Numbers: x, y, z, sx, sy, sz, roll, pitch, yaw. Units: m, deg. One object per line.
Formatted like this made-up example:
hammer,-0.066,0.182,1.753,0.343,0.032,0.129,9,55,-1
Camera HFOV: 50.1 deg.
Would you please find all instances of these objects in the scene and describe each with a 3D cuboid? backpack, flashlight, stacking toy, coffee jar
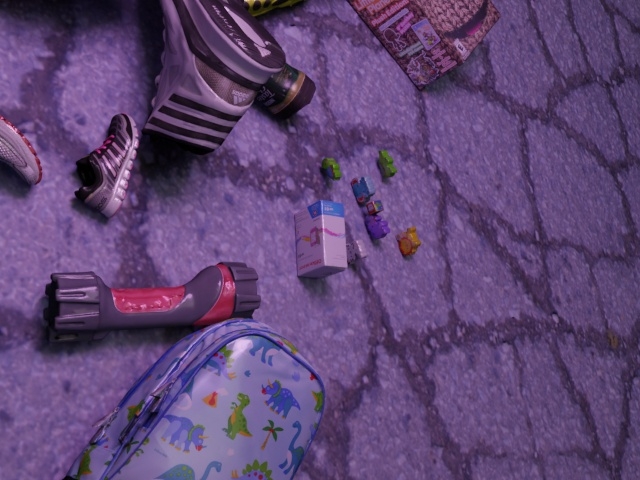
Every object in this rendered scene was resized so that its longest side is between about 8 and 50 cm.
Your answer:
backpack,-0.151,0.279,0.942,0.290,0.273,0.355,40,43,-11
flashlight,-0.242,0.082,1.015,0.304,0.103,0.103,3,47,-34
stacking toy,0.096,-0.066,1.341,0.167,0.052,0.221,-11,79,-39
coffee jar,-0.102,-0.298,1.242,0.184,0.096,0.079,32,61,-23

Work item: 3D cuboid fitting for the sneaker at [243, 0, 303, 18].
sneaker,-0.087,-0.512,1.317,0.296,0.109,0.123,-33,96,-39

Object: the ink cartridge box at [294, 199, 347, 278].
ink cartridge box,0.000,0.000,1.220,0.052,0.089,0.122,7,71,-34

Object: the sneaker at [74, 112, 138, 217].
sneaker,-0.329,-0.123,1.041,0.075,0.063,0.170,20,69,-36

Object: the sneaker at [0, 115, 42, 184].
sneaker,-0.485,-0.146,0.938,0.225,0.088,0.092,38,77,-20

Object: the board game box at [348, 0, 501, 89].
board game box,0.227,-0.531,1.529,0.291,0.141,0.232,47,54,-14

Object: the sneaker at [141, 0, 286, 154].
sneaker,-0.235,-0.306,1.110,0.169,0.257,0.447,18,30,-39
